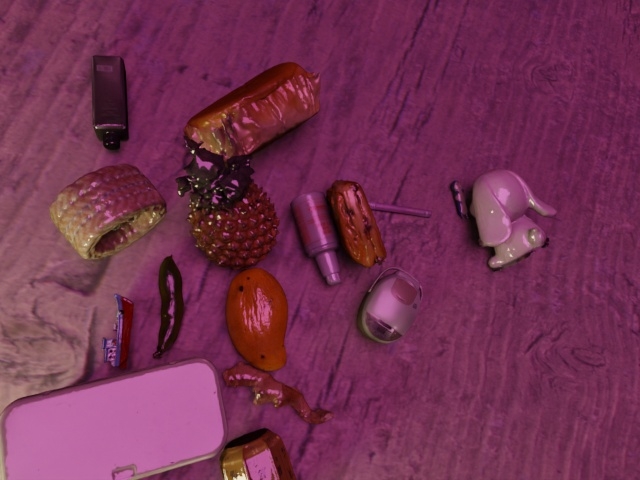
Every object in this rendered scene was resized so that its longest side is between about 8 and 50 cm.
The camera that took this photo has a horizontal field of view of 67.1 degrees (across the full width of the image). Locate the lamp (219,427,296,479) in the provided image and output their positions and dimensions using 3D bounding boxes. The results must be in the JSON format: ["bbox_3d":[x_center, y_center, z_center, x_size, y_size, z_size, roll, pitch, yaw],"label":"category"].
[{"bbox_3d":[-0.137,0.533,1.083,0.161,0.161,0.185,-18,84,-19],"label":"lamp"}]

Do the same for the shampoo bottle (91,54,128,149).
[{"bbox_3d":[-0.546,-0.355,1.258,0.080,0.079,0.246,-4,76,-15],"label":"shampoo bottle"}]

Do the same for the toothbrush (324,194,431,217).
[{"bbox_3d":[0.164,-0.101,1.410,0.354,0.029,0.024,7,88,-14],"label":"toothbrush"}]

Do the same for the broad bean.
[{"bbox_3d":[-0.367,0.158,1.181,0.065,0.046,0.254,3,75,-15],"label":"broad bean"}]

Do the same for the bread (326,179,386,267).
[{"bbox_3d":[0.086,-0.044,1.274,0.099,0.210,0.235,-23,100,-1],"label":"bread"}]

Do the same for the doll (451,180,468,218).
[{"bbox_3d":[0.432,-0.127,1.493,0.037,0.027,0.125,-8,77,-25],"label":"doll"}]

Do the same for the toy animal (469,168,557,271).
[{"bbox_3d":[0.553,-0.063,1.430,0.289,0.174,0.249,39,68,-3],"label":"toy animal"}]

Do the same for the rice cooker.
[{"bbox_3d":[0.182,0.176,1.287,0.145,0.127,0.206,35,65,-5],"label":"rice cooker"}]

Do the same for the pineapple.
[{"bbox_3d":[-0.219,-0.094,1.120,0.223,0.357,0.223,-3,56,4],"label":"pineapple"}]

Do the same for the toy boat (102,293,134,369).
[{"bbox_3d":[-0.472,0.211,1.124,0.059,0.069,0.173,7,78,-22],"label":"toy boat"}]

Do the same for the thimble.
[{"bbox_3d":[-0.492,-0.072,1.130,0.229,0.196,0.148,-39,86,-20],"label":"thimble"}]

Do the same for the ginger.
[{"bbox_3d":[-0.103,0.380,1.178,0.288,0.075,0.089,29,41,-1],"label":"ginger"}]

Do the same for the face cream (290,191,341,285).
[{"bbox_3d":[0.000,0.000,1.297,0.101,0.101,0.251,-15,79,-19],"label":"face cream"}]

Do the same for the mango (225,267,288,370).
[{"bbox_3d":[-0.152,0.193,1.194,0.157,0.109,0.262,-11,75,-15],"label":"mango"}]

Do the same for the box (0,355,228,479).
[{"bbox_3d":[-0.380,0.355,0.962,0.352,0.344,0.177,-10,79,-18],"label":"box"}]

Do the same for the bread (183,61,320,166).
[{"bbox_3d":[-0.181,-0.335,1.287,0.389,0.236,0.183,-38,103,-29],"label":"bread"}]
